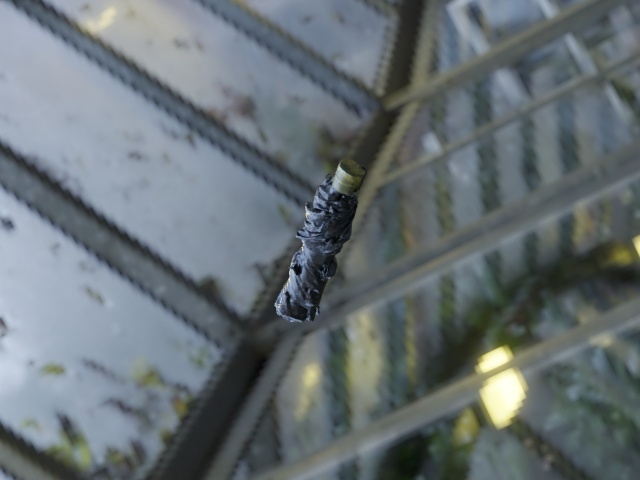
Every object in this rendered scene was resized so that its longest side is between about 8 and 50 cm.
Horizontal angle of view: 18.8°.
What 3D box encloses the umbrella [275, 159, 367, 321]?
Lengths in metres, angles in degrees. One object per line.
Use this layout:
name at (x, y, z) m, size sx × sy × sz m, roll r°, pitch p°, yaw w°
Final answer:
umbrella at (0.000, 0.000, 1.440) m, size 0.040 × 0.144 × 0.037 m, roll 17°, pitch -146°, yaw -6°
